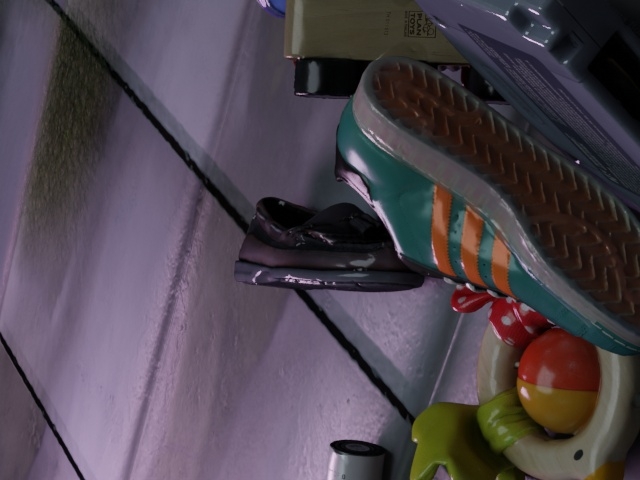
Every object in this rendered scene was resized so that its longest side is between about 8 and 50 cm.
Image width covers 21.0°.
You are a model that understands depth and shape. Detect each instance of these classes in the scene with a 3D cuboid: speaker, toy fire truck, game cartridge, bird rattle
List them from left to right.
[{"bbox_3d":[0.027,0.263,1.652,0.055,0.055,0.136,20,106,58],"label":"speaker"},{"bbox_3d":[0.095,-0.152,1.469,0.246,0.217,0.158,-10,-78,-79],"label":"toy fire truck"},{"bbox_3d":[0.181,0.098,1.383,0.207,0.143,0.253,14,87,47],"label":"bird rattle"},{"bbox_3d":[0.184,-0.103,1.202,0.062,0.297,0.198,-49,36,1],"label":"game cartridge"}]

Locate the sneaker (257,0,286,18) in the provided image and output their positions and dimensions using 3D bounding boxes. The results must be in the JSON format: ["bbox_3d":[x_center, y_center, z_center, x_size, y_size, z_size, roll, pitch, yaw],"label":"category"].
[{"bbox_3d":[0.047,-0.277,1.562,0.322,0.130,0.236,-56,37,33],"label":"sneaker"}]

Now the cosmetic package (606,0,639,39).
[{"bbox_3d":[0.270,-0.208,1.171,0.107,0.127,0.238,-55,6,-36],"label":"cosmetic package"}]

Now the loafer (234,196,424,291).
[{"bbox_3d":[0.000,0.000,1.666,0.302,0.109,0.095,-1,84,62],"label":"loafer"}]

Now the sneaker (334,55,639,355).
[{"bbox_3d":[0.135,-0.008,1.317,0.302,0.108,0.121,42,140,14],"label":"sneaker"}]
